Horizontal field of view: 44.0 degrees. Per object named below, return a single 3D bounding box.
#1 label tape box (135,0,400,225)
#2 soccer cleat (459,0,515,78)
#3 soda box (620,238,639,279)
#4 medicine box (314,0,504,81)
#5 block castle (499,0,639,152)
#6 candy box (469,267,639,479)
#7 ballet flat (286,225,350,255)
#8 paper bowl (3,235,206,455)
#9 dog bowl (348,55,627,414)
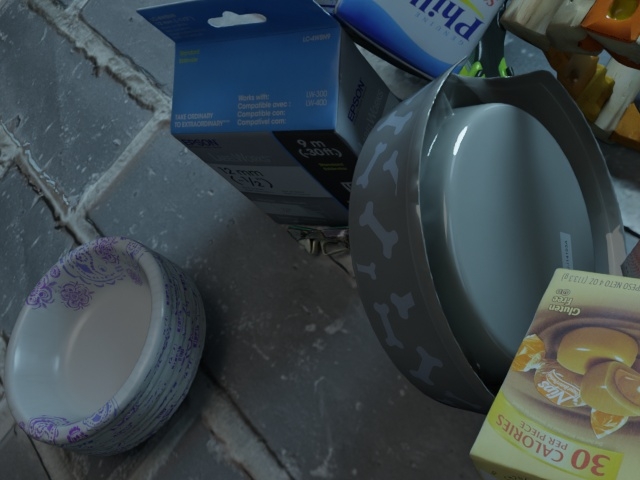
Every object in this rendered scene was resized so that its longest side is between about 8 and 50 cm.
[{"bbox_3d":[-0.039,-0.137,0.940,0.249,0.348,0.115,5,69,36],"label":"label tape box"},{"bbox_3d":[0.184,-0.205,1.018,0.121,0.094,0.289,-29,50,58],"label":"soccer cleat"},{"bbox_3d":[0.337,0.086,0.737,0.058,0.063,0.183,-1,59,-2],"label":"soda box"},{"bbox_3d":[0.130,-0.342,0.882,0.289,0.149,0.263,-59,13,12],"label":"medicine box"},{"bbox_3d":[0.413,-0.172,0.685,0.453,0.303,0.212,33,92,42],"label":"block castle"},{"bbox_3d":[0.282,0.129,0.521,0.317,0.087,0.182,9,52,38],"label":"candy box"},{"bbox_3d":[0.000,0.000,1.045,0.114,0.041,0.041,2,66,36],"label":"ballet flat"},{"bbox_3d":[-0.277,0.149,1.077,0.284,0.148,0.284,-16,57,26],"label":"paper bowl"},{"bbox_3d":[0.165,0.002,0.743,0.102,0.349,0.348,-12,58,44],"label":"dog bowl"}]
